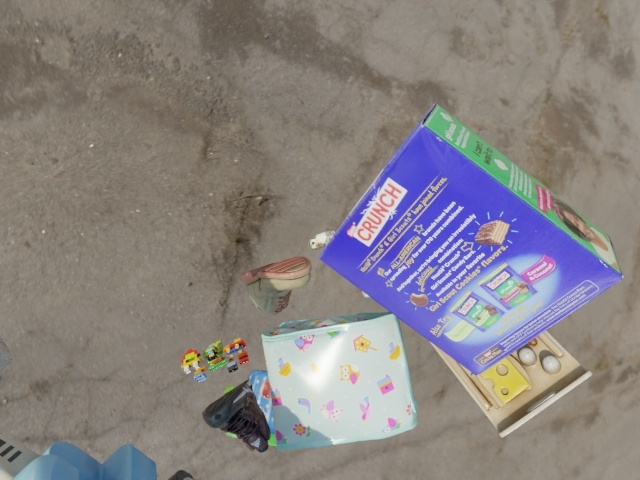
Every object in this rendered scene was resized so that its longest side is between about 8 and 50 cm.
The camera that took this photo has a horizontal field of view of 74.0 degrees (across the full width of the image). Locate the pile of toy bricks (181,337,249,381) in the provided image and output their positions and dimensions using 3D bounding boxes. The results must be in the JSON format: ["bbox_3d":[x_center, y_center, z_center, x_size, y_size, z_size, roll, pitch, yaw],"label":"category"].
[{"bbox_3d":[-0.345,0.376,1.415,0.212,0.105,0.118,-24,130,-4],"label":"pile of toy bricks"}]

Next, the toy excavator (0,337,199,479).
[{"bbox_3d":[-0.329,0.291,0.476,0.222,0.433,0.445,-42,113,-12],"label":"toy excavator"}]

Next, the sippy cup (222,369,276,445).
[{"bbox_3d":[-0.188,0.576,1.476,0.306,0.239,0.224,70,29,-63],"label":"sippy cup"}]

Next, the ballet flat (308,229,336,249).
[{"bbox_3d":[0.000,0.000,1.095,0.041,0.114,0.041,8,72,-26],"label":"ballet flat"}]

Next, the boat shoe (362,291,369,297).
[{"bbox_3d":[0.103,0.019,0.812,0.063,0.066,0.184,-1,56,-7],"label":"boat shoe"}]

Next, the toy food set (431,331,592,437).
[{"bbox_3d":[0.379,0.231,0.933,0.219,0.306,0.092,-40,142,7],"label":"toy food set"}]

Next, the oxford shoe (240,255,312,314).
[{"bbox_3d":[-0.114,0.137,1.239,0.140,0.397,0.147,-18,90,-24],"label":"oxford shoe"}]

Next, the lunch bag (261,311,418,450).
[{"bbox_3d":[0.041,0.255,0.808,0.261,0.160,0.224,-10,85,10],"label":"lunch bag"}]

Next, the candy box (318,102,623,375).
[{"bbox_3d":[0.201,0.009,0.634,0.317,0.268,0.122,37,36,-1],"label":"candy box"}]

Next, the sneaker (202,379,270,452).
[{"bbox_3d":[-0.171,0.422,0.981,0.106,0.281,0.163,-31,81,-3],"label":"sneaker"}]
